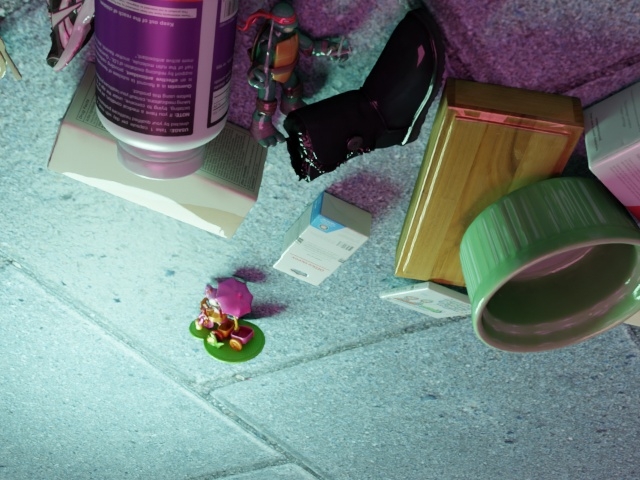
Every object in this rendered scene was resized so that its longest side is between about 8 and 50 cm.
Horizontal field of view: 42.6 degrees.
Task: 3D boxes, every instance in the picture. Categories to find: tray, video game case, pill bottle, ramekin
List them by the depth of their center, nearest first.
[{"bbox_3d":[-0.206,-0.247,1.088,0.182,0.181,0.322,10,127,-3],"label":"pill bottle"},{"bbox_3d":[0.369,0.038,1.308,0.304,0.148,0.303,-8,142,-7],"label":"ramekin"},{"bbox_3d":[0.260,-0.072,1.355,0.203,0.076,0.410,9,139,-1],"label":"tray"},{"bbox_3d":[0.217,0.116,1.573,0.157,0.019,0.143,21,159,-30],"label":"video game case"}]

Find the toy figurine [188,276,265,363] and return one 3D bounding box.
[{"bbox_3d":[-0.195,0.142,1.678,0.173,0.130,0.159,21,130,22],"label":"toy figurine"}]

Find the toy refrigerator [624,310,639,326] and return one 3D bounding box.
[{"bbox_3d":[0.609,0.094,1.474,0.270,0.102,0.094,14,140,-7],"label":"toy refrigerator"}]

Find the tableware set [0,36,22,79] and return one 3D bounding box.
[{"bbox_3d":[-0.519,-0.324,1.206,0.128,0.039,0.194,4,136,23],"label":"tableware set"}]

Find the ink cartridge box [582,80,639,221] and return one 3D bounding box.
[{"bbox_3d":[0.565,-0.151,1.167,0.306,0.131,0.226,-29,128,34],"label":"ink cartridge box"}]

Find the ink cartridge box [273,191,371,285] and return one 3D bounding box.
[{"bbox_3d":[0.000,0.000,1.489,0.104,0.060,0.180,25,137,-20],"label":"ink cartridge box"}]

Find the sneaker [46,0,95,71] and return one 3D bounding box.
[{"bbox_3d":[-0.357,-0.324,1.168,0.077,0.072,0.178,34,126,-12],"label":"sneaker"}]

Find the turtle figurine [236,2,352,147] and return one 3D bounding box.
[{"bbox_3d":[-0.047,-0.250,1.164,0.175,0.118,0.234,-26,150,-25],"label":"turtle figurine"}]

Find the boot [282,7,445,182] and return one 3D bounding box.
[{"bbox_3d":[0.056,-0.193,1.153,0.207,0.094,0.246,-23,151,-22],"label":"boot"}]

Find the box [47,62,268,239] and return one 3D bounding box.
[{"bbox_3d":[-0.251,-0.138,1.302,0.311,0.148,0.121,23,138,-15],"label":"box"}]
